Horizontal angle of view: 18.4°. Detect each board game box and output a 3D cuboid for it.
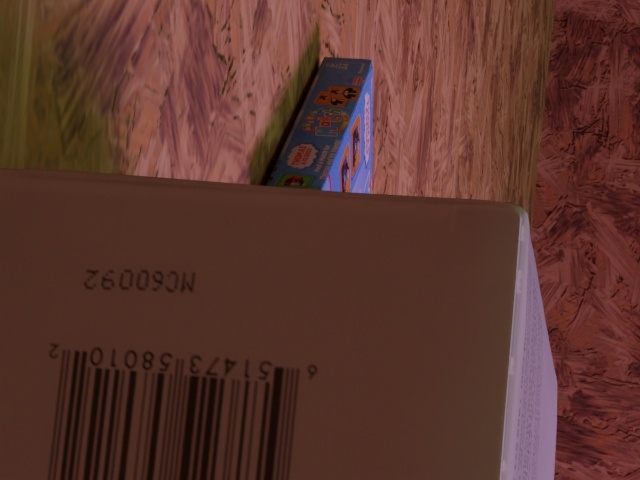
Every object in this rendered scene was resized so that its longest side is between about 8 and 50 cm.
[{"bbox_3d":[0.000,0.000,1.236,0.211,0.039,0.160,-67,160,-60],"label":"board game box"}]

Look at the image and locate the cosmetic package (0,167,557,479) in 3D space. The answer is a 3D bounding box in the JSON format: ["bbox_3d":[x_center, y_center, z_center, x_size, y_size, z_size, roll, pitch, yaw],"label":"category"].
[{"bbox_3d":[-0.016,0.090,0.717,0.365,0.197,0.155,56,39,-78],"label":"cosmetic package"}]
